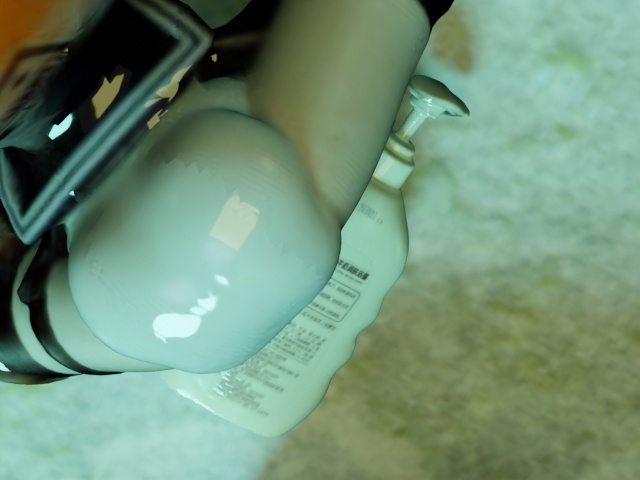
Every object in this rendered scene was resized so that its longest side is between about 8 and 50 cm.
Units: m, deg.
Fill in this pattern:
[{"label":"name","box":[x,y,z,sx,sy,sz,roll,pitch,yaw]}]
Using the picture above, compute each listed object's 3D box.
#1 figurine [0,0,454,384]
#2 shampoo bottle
[{"label":"figurine","box":[-0.132,-0.089,0.563,0.323,0.196,0.320,33,113,-26]},{"label":"shampoo bottle","box":[0.000,0.000,0.685,0.077,0.045,0.152,28,110,-22]}]
